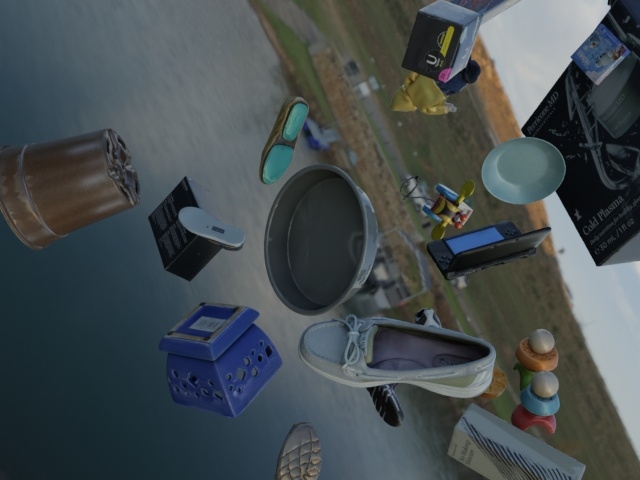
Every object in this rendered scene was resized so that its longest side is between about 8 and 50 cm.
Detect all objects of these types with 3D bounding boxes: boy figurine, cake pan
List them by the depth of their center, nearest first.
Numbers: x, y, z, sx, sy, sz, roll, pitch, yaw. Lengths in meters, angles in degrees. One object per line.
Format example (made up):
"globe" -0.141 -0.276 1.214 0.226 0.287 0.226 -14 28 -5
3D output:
"cake pan" 0.000 0.000 1.344 0.054 0.293 0.293 8 52 -43
"boy figurine" 0.309 -0.422 1.925 0.177 0.285 0.092 49 54 -12

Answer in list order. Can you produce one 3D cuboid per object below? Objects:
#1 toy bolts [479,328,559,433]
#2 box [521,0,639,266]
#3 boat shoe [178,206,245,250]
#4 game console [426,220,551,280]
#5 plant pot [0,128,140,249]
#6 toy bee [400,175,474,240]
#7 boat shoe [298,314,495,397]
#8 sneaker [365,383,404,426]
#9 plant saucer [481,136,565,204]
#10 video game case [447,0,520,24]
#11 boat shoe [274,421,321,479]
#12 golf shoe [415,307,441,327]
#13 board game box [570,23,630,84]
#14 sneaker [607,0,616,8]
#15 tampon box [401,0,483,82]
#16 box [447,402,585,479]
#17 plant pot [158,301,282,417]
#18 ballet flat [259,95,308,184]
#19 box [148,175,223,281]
"toy bolts" 0.470 0.319 1.625 0.228 0.218 0.158 -97 -172 -55
"box" 0.824 -0.262 1.733 0.480 0.297 0.472 116 -37 -53
"boat shoe" -0.284 -0.023 1.802 0.183 0.065 0.083 25 -20 0
"game console" 0.202 -0.003 0.850 0.107 0.122 0.071 -114 -169 -52
"plant pot" -0.376 -0.089 1.054 0.167 0.165 0.167 -17 90 -87
"toy bee" 0.366 -0.078 2.002 0.298 0.195 0.162 -12 43 -40
"boat shoe" 0.119 0.176 1.120 0.103 0.320 0.118 81 23 -53
"sneaker" 0.238 0.471 2.249 0.281 0.162 0.106 55 -38 43
"plant saucer" 0.487 -0.175 1.671 0.195 0.195 0.037 59 27 -32
"video game case" 0.406 -0.595 1.709 0.023 0.201 0.183 50 20 -34
"boat shoe" -0.074 0.637 1.871 0.116 0.123 0.324 -142 -119 -73
"golf shoe" 0.284 0.228 1.831 0.198 0.077 0.094 102 -17 -76
"board game box" 0.586 -0.391 1.455 0.020 0.090 0.090 2 48 -41
"sneaker" 0.772 -0.672 1.829 0.101 0.268 0.153 -115 -163 -47
"tampon box" 0.253 -0.414 1.430 0.161 0.101 0.120 -45 155 -53
"box" 0.429 0.486 1.535 0.094 0.275 0.113 -40 144 -41
"plant pot" -0.272 0.298 1.837 0.236 0.236 0.212 -43 126 -45
"ballet flat" -0.096 -0.251 1.727 0.080 0.232 0.073 16 20 -36
"box" -0.388 -0.037 2.027 0.103 0.184 0.261 30 20 -41
